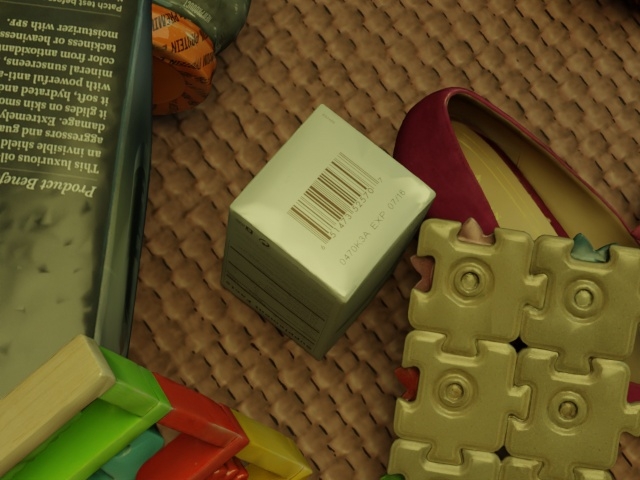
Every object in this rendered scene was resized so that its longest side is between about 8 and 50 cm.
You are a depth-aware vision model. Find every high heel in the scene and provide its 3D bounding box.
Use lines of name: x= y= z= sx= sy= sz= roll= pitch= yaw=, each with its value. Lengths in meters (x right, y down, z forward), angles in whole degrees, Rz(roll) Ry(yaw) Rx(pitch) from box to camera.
high heel: x=0.209 y=0.032 z=1.003 sx=0.377 sy=0.181 sz=0.127 roll=31 pitch=72 yaw=4

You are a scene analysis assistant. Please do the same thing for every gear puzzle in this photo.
gear puzzle: x=0.133 y=0.156 z=0.973 sx=0.175 sy=0.044 sz=0.339 roll=8 pitch=98 yaw=5

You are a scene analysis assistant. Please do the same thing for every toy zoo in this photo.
toy zoo: x=-0.124 y=0.164 z=0.798 sx=0.192 sy=0.293 sz=0.030 roll=-40 pitch=59 yaw=7

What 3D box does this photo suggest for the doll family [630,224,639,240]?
doll family: x=0.355 y=0.034 z=0.998 sx=0.263 sy=0.118 sz=0.163 roll=-6 pitch=66 yaw=-45

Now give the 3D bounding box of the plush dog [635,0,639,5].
plush dog: x=0.274 y=-0.314 z=1.120 sx=0.210 sy=0.262 sz=0.225 roll=-4 pitch=59 yaw=27

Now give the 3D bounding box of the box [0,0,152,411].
box: x=-0.212 y=-0.002 z=0.910 sx=0.182 sy=0.296 sz=0.294 roll=7 pitch=73 yaw=-4

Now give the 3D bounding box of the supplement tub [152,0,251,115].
supplement tub: x=-0.138 y=-0.270 z=1.054 sx=0.193 sy=0.193 sz=0.316 roll=9 pitch=72 yaw=-3

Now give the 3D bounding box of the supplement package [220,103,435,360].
supplement package: x=0.000 y=0.000 z=0.992 sx=0.105 sy=0.179 sz=0.105 roll=38 pitch=73 yaw=6
